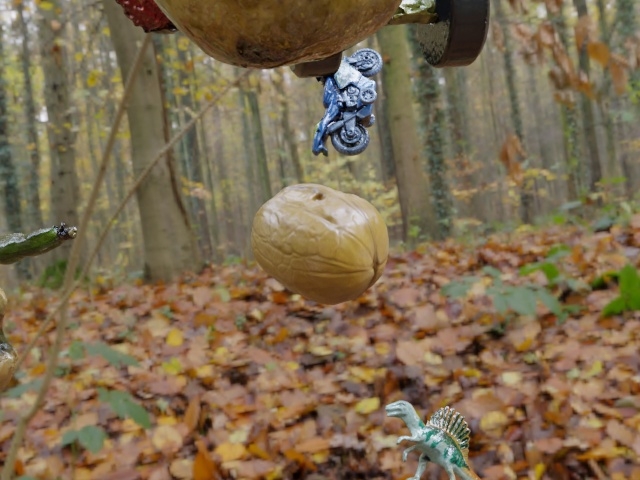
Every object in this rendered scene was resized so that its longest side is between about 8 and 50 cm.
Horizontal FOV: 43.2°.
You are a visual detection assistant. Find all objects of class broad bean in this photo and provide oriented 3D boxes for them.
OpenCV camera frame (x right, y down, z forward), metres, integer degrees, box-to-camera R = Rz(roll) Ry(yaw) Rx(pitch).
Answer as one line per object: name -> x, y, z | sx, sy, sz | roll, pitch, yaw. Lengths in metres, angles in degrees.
broad bean -> -0.489, 0.012, 1.261 | 0.297, 0.043, 0.060 | -5, 42, 36

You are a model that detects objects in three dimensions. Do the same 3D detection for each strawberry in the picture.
strawberry -> -0.278, -0.469, 1.359 | 0.111, 0.236, 0.190 | -14, 32, 30

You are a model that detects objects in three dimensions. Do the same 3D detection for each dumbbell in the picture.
dumbbell -> 0.104, -0.389, 1.376 | 0.322, 0.203, 0.204 | -6, -1, -10

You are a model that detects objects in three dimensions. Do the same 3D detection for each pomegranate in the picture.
pomegranate -> -0.042, -0.301, 0.753 | 0.281, 0.281, 0.281 | -9, 0, 0

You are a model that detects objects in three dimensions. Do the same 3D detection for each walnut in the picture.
walnut -> 0.000, 0.000, 1.279 | 0.193, 0.193, 0.226 | -8, 30, -44

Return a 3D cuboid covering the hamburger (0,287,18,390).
hamburger -> -0.466, 0.132, 0.852 | 0.330, 0.162, 0.209 | -14, -16, -42

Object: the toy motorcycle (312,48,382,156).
toy motorcycle -> 0.043, -0.278, 1.601 | 0.135, 0.254, 0.092 | 8, -22, 5

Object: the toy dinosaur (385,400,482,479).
toy dinosaur -> 0.166, 0.271, 1.060 | 0.187, 0.106, 0.044 | 12, -19, -9
